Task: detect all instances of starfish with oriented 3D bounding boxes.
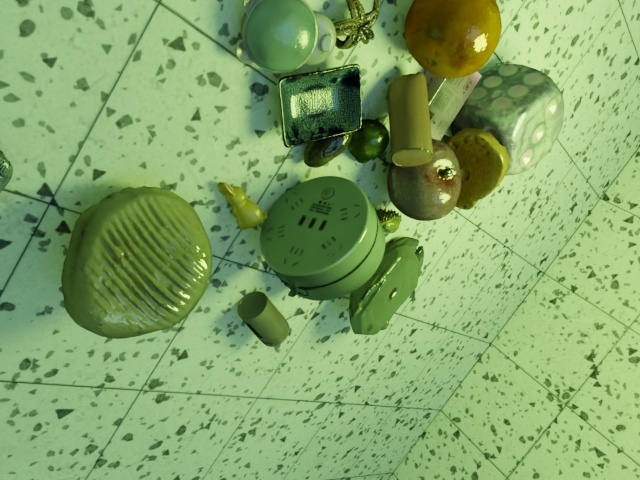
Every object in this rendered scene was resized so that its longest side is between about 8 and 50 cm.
[{"bbox_3d":[0.070,-0.561,1.290,0.189,0.074,0.146,-22,138,-23],"label":"starfish"}]

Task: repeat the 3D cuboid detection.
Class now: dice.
[{"bbox_3d":[0.620,-0.403,1.706,0.270,0.270,0.271,-38,137,-12],"label":"dice"}]

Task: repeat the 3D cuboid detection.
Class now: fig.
[{"bbox_3d":[0.135,-0.281,1.518,0.123,0.123,0.156,-21,144,-27],"label":"fig"}]

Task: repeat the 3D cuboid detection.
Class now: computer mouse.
[{"bbox_3d":[0.231,0.165,1.910,0.429,0.145,0.228,-49,132,-16],"label":"computer mouse"}]

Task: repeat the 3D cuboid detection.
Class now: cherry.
[{"bbox_3d":[0.325,-0.189,1.637,0.221,0.307,0.261,0,83,-15],"label":"cherry"}]

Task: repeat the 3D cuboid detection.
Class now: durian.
[{"bbox_3d":[0.206,-0.046,1.773,0.146,0.102,0.208,-23,155,-22],"label":"durian"}]

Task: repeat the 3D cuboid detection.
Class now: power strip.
[{"bbox_3d":[0.000,0.000,1.442,0.357,0.357,0.161,-43,140,-6],"label":"power strip"}]

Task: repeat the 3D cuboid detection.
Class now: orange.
[{"bbox_3d":[0.356,-0.569,1.377,0.261,0.261,0.261,-21,132,-26],"label":"orange"}]

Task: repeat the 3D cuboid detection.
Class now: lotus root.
[{"bbox_3d":[0.025,-0.276,1.446,0.179,0.089,0.080,-46,178,0],"label":"lotus root"}]

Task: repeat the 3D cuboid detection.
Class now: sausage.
[{"bbox_3d":[0.260,-0.354,1.490,0.123,0.123,0.253,12,71,-44],"label":"sausage"}]

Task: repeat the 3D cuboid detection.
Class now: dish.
[{"bbox_3d":[-0.011,-0.364,1.351,0.243,0.080,0.182,-19,124,-24],"label":"dish"}]

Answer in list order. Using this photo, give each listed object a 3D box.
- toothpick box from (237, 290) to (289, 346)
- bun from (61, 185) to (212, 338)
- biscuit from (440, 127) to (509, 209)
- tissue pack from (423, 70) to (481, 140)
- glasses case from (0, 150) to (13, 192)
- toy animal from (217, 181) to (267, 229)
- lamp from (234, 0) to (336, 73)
[{"bbox_3d":[-0.182,0.257,1.658,0.111,0.111,0.181,-39,136,-10],"label":"toothpick box"},{"bbox_3d":[-0.424,0.055,1.202,0.326,0.234,0.362,24,76,-22],"label":"bun"},{"bbox_3d":[0.468,-0.257,1.716,0.057,0.287,0.344,-47,170,-29],"label":"biscuit"},{"bbox_3d":[0.374,-0.451,1.600,0.148,0.092,0.246,20,107,-44],"label":"tissue pack"},{"bbox_3d":[-0.718,-0.167,0.935,0.282,0.067,0.109,33,94,-46],"label":"glasses case"},{"bbox_3d":[-0.218,-0.107,1.390,0.083,0.070,0.159,-16,128,24],"label":"toy animal"},{"bbox_3d":[-0.071,-0.477,1.187,0.246,0.108,0.180,-1,128,-29],"label":"lamp"}]
